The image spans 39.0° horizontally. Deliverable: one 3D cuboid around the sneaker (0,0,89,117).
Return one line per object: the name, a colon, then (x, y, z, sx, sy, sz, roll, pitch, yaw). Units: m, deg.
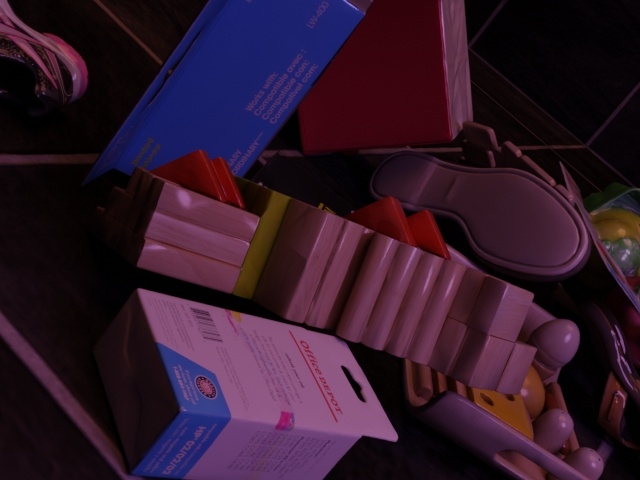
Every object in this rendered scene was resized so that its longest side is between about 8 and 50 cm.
sneaker: (-0.285, -0.167, 0.762, 0.178, 0.072, 0.077, 29, 33, -8)

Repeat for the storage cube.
storage cube: (0.084, -0.220, 1.168, 0.193, 0.214, 0.184, -3, 13, 18)

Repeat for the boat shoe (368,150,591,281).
boat shoe: (0.193, -0.026, 1.060, 0.095, 0.112, 0.335, 38, -6, -40)

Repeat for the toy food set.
toy food set: (0.191, 0.125, 0.879, 0.220, 0.092, 0.306, 34, 21, -11)

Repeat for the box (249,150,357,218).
box: (0.000, 0.000, 0.898, 0.184, 0.045, 0.190, 39, 21, -3)

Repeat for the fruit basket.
fruit basket: (0.414, 0.077, 1.129, 0.327, 0.165, 0.353, 52, 12, -16)

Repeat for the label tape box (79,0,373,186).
label tape box: (-0.064, -0.155, 0.846, 0.106, 0.240, 0.333, 37, 22, -7)

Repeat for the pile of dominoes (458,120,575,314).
pile of dominoes: (0.246, -0.034, 1.133, 0.196, 0.040, 0.251, 51, -20, 34)

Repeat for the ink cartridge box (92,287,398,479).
ink cartridge box: (-0.046, 0.103, 0.596, 0.181, 0.061, 0.104, 18, 29, -39)

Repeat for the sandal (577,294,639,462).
sandal: (0.322, 0.168, 0.993, 0.090, 0.060, 0.219, 80, -11, -83)

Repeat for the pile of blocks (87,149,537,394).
pile of blocks: (0.010, 0.008, 0.710, 0.362, 0.112, 0.149, 21, 2, -12)
